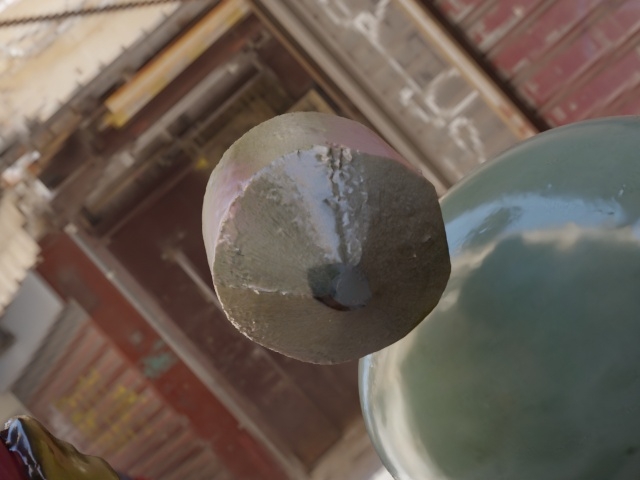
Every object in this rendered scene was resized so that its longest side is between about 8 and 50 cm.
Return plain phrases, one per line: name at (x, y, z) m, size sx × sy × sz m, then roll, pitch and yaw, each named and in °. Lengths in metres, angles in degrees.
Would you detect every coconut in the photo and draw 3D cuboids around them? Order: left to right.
coconut at (0.000, 0.000, 0.881) m, size 0.147 × 0.147 × 0.152 m, roll -42°, pitch 22°, yaw 3°

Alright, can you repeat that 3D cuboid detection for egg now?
egg at (0.183, 0.068, 1.071) m, size 0.389 × 0.276 × 0.276 m, roll -49°, pitch -4°, yaw 37°

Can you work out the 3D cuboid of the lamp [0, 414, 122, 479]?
lamp at (-0.083, 0.135, 0.452) m, size 0.118 × 0.253 × 0.118 m, roll -54°, pitch -4°, yaw -5°
